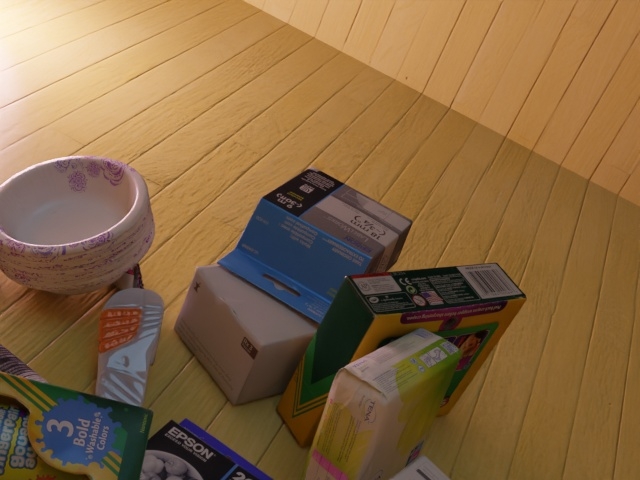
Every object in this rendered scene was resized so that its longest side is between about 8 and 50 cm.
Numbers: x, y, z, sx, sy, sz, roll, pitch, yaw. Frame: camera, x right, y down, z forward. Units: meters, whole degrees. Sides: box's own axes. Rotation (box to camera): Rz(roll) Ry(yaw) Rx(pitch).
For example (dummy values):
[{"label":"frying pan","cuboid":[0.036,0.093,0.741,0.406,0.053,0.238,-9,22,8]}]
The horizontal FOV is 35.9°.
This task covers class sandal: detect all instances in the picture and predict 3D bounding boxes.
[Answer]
[{"label":"sandal","cuboid":[-0.326,0.199,1.636,0.102,0.076,0.265,10,54,-7]}]

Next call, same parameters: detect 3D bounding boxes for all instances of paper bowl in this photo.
[{"label":"paper bowl","cuboid":[-0.436,-0.016,1.751,0.284,0.148,0.284,-2,40,2]}]

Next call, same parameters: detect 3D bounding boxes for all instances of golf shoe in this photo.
[{"label":"golf shoe","cuboid":[-0.375,0.057,1.829,0.086,0.067,0.186,-15,41,-14]}]

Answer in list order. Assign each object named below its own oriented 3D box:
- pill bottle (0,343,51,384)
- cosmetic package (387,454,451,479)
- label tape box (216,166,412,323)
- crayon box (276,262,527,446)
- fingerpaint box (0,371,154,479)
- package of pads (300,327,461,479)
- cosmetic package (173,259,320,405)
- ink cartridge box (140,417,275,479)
[{"label":"pill bottle","cuboid":[-0.430,0.255,1.410,0.246,0.130,0.130,35,32,16]},{"label":"cosmetic package","cuboid":[0.086,0.455,1.373,0.138,0.224,0.225,40,34,25]},{"label":"label tape box","cuboid":[0.000,0.000,1.835,0.240,0.106,0.334,29,29,13]},{"label":"crayon box","cuboid":[0.141,0.194,1.726,0.363,0.313,0.106,-3,43,-39]},{"label":"fingerpaint box","cuboid":[-0.419,0.366,1.118,0.371,0.163,0.445,17,46,-12]},{"label":"package of pads","cuboid":[0.085,0.298,1.544,0.101,0.296,0.229,32,31,28]},{"label":"cosmetic package","cuboid":[-0.047,0.145,1.830,0.385,0.156,0.217,-8,43,-41]},{"label":"ink cartridge box","cuboid":[-0.177,0.363,1.507,0.206,0.045,0.208,32,30,12]}]
